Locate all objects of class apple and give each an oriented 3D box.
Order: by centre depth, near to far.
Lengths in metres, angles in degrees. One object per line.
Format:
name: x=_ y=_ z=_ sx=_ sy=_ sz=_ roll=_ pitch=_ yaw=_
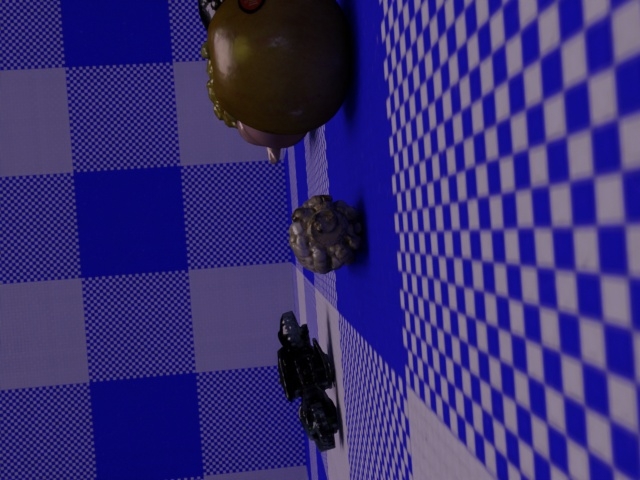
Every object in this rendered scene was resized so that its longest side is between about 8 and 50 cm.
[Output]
apple: x=-0.047 y=-0.205 z=0.693 sx=0.182 sy=0.155 sz=0.182 roll=173 pitch=90 yaw=-85

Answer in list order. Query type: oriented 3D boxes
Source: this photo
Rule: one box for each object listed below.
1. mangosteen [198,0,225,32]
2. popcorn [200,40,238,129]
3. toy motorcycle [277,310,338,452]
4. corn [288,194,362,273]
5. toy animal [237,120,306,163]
mangosteen: x=-0.126 y=-0.468 z=1.198 sx=0.243 sy=0.243 sz=0.243 roll=176 pitch=90 yaw=-85
popcorn: x=-0.166 y=-0.395 z=1.516 sx=0.235 sy=0.241 sz=0.250 roll=-77 pitch=-20 yaw=-44
toy motorcycle: x=-0.025 y=0.272 z=1.175 sx=0.159 sy=0.106 sz=0.270 roll=87 pitch=166 yaw=-60
corn: x=0.000 y=0.000 z=0.744 sx=0.211 sy=0.087 sz=0.087 roll=126 pitch=140 yaw=-81
toy animal: x=-0.089 y=-0.255 z=1.207 sx=0.154 sy=0.166 sz=0.250 roll=43 pitch=-177 yaw=-2
